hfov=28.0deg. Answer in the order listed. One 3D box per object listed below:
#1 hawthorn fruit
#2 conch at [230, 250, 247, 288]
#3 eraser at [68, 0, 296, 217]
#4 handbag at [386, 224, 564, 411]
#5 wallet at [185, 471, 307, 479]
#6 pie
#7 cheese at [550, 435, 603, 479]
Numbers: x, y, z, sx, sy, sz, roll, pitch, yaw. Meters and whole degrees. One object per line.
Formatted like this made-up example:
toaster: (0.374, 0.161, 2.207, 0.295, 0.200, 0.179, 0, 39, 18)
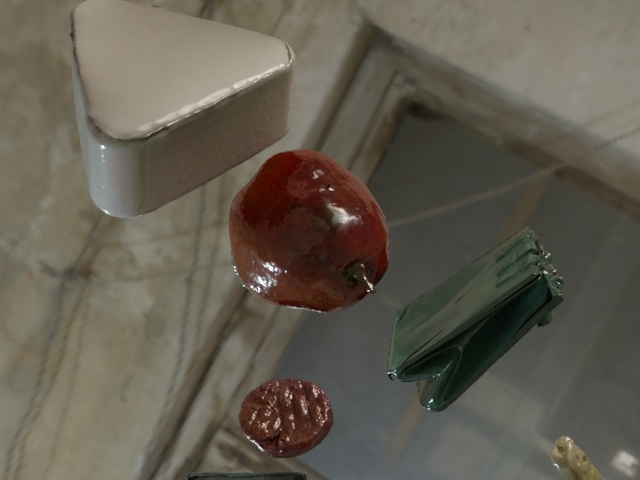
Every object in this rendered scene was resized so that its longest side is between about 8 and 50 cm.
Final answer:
hawthorn fruit: (0.000, 0.000, 1.760, 0.224, 0.261, 0.224, -16, -62, -33)
conch: (-0.101, 0.025, 2.387, 0.135, 0.153, 0.102, -42, 21, -25)
eraser: (-0.226, -0.175, 1.744, 0.331, 0.331, 0.150, -44, -27, -41)
handbag: (0.227, 0.114, 1.849, 0.274, 0.100, 0.269, -38, 9, 11)
wallet: (-0.129, 0.563, 2.164, 0.075, 0.237, 0.342, 37, -130, -66)
pie: (-0.054, 0.280, 2.040, 0.154, 0.154, 0.036, -50, -31, -28)
cheese: (0.438, 0.393, 2.171, 0.194, 0.043, 0.065, 51, -132, -44)
